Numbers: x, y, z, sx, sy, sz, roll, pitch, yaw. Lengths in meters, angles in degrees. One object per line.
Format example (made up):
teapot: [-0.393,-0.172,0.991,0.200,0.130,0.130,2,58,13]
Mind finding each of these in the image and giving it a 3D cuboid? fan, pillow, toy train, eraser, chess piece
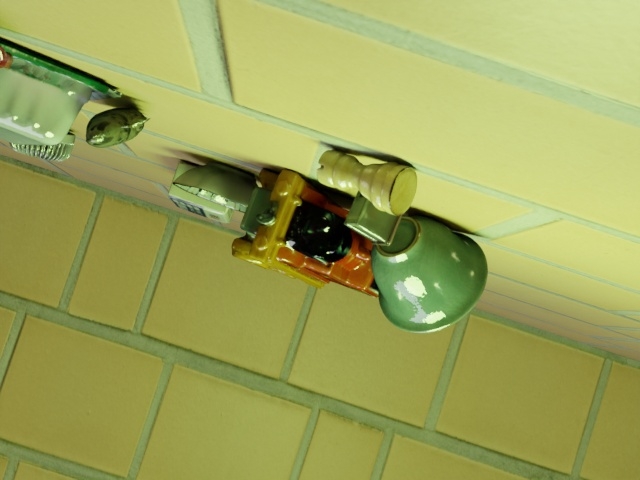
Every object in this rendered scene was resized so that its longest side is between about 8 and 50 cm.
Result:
fan: [-0.614,-0.225,2.116,0.130,0.074,0.244,6,-169,-46]
pillow: [-0.293,-0.167,1.460,0.093,0.051,0.241,-14,-170,-8]
toy train: [0.000,0.000,1.764,0.231,0.163,0.369,18,175,20]
eraser: [-0.239,-0.095,2.100,0.124,0.081,0.279,18,176,-2]
chess piece: [0.055,-0.079,1.268,0.122,0.066,0.066,22,179,31]

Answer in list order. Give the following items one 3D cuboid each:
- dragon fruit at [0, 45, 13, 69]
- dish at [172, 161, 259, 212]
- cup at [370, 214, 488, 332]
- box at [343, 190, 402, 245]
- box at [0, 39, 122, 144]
dragon fruit: [-0.466,-0.215,1.141,0.210,0.147,0.282,-1,159,30]
dish: [-0.174,-0.102,1.861,0.190,0.066,0.191,20,175,2]
cup: [0.155,0.030,1.646,0.199,0.199,0.150,14,156,40]
box: [0.081,-0.043,1.462,0.063,0.085,0.060,25,174,-22]
box: [-0.457,-0.207,1.426,0.264,0.106,0.336,21,174,-29]
